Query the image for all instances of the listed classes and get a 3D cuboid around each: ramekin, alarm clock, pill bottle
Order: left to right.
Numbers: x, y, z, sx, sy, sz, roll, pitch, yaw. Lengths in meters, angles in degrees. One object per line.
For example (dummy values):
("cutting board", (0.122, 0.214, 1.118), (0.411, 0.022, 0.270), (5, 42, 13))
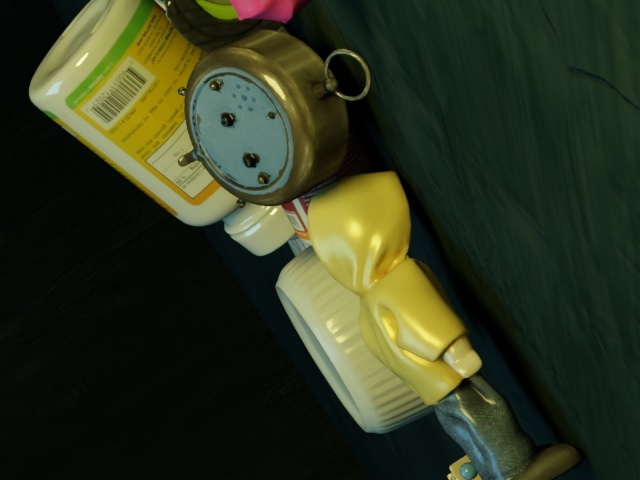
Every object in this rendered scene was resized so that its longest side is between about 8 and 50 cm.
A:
("pill bottle", (-0.115, -0.099, 1.451), (0.246, 0.136, 0.136), (39, 180, -21))
("alarm clock", (-0.032, -0.097, 1.277), (0.192, 0.064, 0.129), (-25, 95, 43))
("pill bottle", (-0.010, -0.078, 1.381), (0.152, 0.086, 0.086), (62, 172, -25))
("ramekin", (0.045, 0.082, 1.584), (0.207, 0.109, 0.207), (58, 173, 11))

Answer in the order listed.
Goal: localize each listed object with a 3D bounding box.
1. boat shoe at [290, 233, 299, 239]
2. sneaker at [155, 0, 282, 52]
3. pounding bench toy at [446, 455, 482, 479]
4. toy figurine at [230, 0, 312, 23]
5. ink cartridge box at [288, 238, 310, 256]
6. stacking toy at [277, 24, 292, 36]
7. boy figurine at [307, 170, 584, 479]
("boat shoe", (-0.055, -0.057, 1.623), (0.228, 0.076, 0.080), (20, -117, -43))
("sneaker", (-0.146, -0.271, 1.301), (0.300, 0.111, 0.121), (51, -175, -35))
("pounding bench toy", (0.168, 0.246, 1.654), (0.083, 0.052, 0.065), (57, 172, 15))
("toy figurine", (-0.056, -0.209, 1.118), (0.159, 0.130, 0.173), (47, -167, 13))
("ink cartridge box", (0.000, 0.000, 1.784), (0.088, 0.052, 0.122), (62, 171, -28))
("stacking toy", (-0.130, -0.192, 1.553), (0.279, 0.130, 0.309), (57, 173, 18))
("boy figurine", (0.088, 0.076, 1.333), (0.285, 0.092, 0.177), (58, 173, 8))
